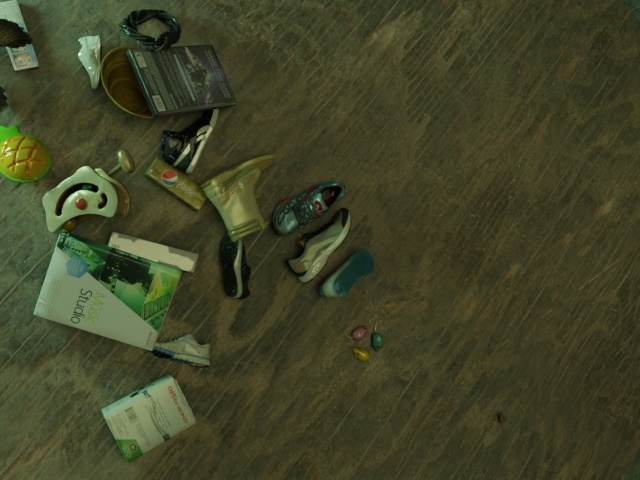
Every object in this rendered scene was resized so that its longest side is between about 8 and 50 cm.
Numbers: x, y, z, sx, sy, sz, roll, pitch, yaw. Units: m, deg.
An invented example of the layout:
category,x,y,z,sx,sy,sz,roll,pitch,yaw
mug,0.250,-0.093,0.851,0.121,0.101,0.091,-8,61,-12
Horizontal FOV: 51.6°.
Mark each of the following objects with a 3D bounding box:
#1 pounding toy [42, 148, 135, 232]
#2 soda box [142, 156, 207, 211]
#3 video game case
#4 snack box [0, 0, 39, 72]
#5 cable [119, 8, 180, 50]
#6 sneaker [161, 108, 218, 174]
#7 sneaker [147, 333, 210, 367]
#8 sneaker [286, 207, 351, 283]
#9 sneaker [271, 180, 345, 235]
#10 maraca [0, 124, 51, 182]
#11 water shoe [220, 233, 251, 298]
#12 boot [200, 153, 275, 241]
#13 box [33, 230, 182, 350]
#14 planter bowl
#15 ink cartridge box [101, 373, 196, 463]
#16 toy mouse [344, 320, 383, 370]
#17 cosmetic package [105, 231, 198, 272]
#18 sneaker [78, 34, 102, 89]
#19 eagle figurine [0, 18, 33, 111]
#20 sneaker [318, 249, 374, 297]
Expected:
category,x,y,z,sx,sy,sz,roll,pitch,yaw
pounding toy,-0.580,-0.107,1.754,0.269,0.155,0.154,-32,85,9
soda box,-0.409,-0.158,1.884,0.181,0.058,0.061,36,75,-20
video game case,-0.382,-0.452,1.855,0.274,0.026,0.196,-19,83,-43
snack box,-0.800,-0.535,1.737,0.064,0.022,0.178,-19,96,-24
cable,-0.471,-0.590,1.845,0.151,0.047,0.184,20,44,-2
sneaker,-0.380,-0.310,1.889,0.121,0.079,0.216,25,79,-22
sneaker,-0.401,0.302,1.880,0.191,0.071,0.083,19,63,-23
sneaker,0.000,0.000,2.044,0.108,0.100,0.271,41,74,-13
sneaker,-0.034,-0.109,2.014,0.262,0.125,0.104,-38,103,-21
maraca,-0.778,-0.223,1.702,0.186,0.099,0.127,39,66,9
water shoe,-0.248,0.073,1.955,0.080,0.073,0.203,20,66,-60
boot,-0.202,-0.128,1.935,0.262,0.095,0.203,-34,100,-41
box,-0.555,0.137,1.740,0.322,0.058,0.232,19,103,-13
planter bowl,-0.509,-0.413,1.813,0.217,0.090,0.217,17,62,-33
ink cartridge box,-0.471,0.484,1.823,0.208,0.087,0.153,-26,99,-22
toy mouse,0.155,0.319,2.140,0.161,0.031,0.143,40,73,-18
cosmetic package,-0.468,0.034,1.831,0.239,0.099,0.060,16,79,-24
sneaker,-0.625,-0.483,1.803,0.061,0.054,0.152,-3,84,-15
eagle figurine,-0.890,-0.471,1.609,0.298,0.226,0.225,27,58,-16
sneaker,0.084,0.102,2.088,0.229,0.092,0.087,-35,101,-41
